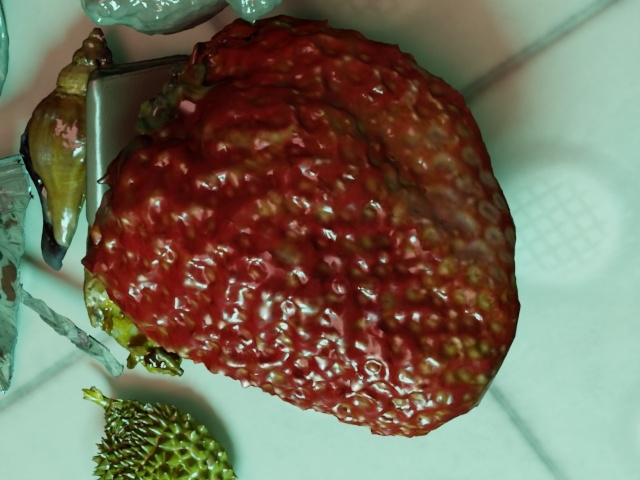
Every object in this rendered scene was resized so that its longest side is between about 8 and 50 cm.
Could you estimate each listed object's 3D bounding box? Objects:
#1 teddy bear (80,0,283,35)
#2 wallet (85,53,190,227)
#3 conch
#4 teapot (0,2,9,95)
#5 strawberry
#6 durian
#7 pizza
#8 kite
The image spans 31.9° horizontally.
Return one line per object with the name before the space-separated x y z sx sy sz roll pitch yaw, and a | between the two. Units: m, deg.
teddy bear | -0.076 -0.269 0.861 0.267 0.151 0.236 -30 70 31
wallet | -0.157 -0.089 0.997 0.038 0.118 0.153 37 130 42
conch | -0.235 -0.083 1.032 0.233 0.080 0.086 -54 54 24
teapot | -0.408 -0.195 1.008 0.225 0.171 0.203 10 86 5
strawberry | 0.000 0.000 0.884 0.351 0.267 0.312 41 109 16
durian | -0.173 0.228 1.148 0.146 0.102 0.208 -37 95 33
pizza | -0.167 0.061 1.073 0.069 0.154 0.194 -19 129 5
kite | -0.320 0.038 1.120 0.314 0.011 0.335 32 133 14
